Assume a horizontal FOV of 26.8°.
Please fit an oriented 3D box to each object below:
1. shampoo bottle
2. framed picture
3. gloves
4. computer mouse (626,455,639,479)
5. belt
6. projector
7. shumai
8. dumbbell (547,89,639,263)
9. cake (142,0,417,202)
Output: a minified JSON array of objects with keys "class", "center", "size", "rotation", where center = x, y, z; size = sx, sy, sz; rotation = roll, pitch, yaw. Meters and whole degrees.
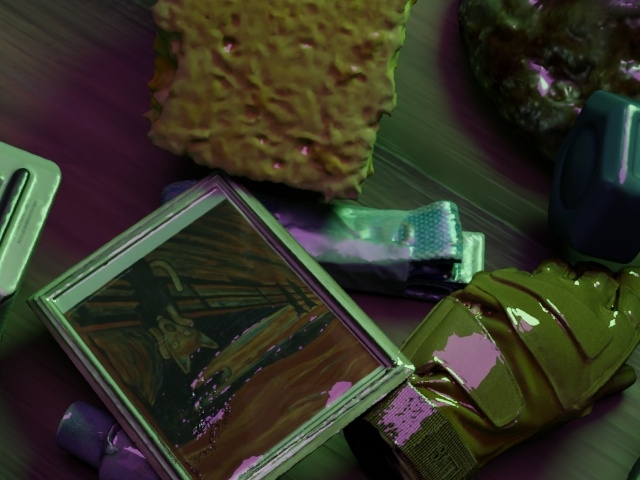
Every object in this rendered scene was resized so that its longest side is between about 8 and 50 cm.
[{"class":"shampoo bottle","center":[-0.115,0.194,1.097],"size":[0.214,0.072,0.072],"rotation":[25,58,11]},{"class":"framed picture","center":[-0.087,0.075,1.106],"size":[0.216,0.016,0.273],"rotation":[-36,61,-15]},{"class":"gloves","center":[0.170,0.098,1.147],"size":[0.331,0.141,0.154],"rotation":[-34,65,-24]},{"class":"computer mouse","center":[0.340,0.214,1.110],"size":[0.170,0.100,0.269],"rotation":[26,47,21]},{"class":"belt","center":[0.000,0.000,1.224],"size":[0.302,0.087,0.072],"rotation":[6,53,-2]},{"class":"projector","center":[-0.331,0.014,1.103],"size":[0.177,0.242,0.163],"rotation":[23,55,-11]},{"class":"shumai","center":[0.350,-0.259,1.281],"size":[0.395,0.348,0.395],"rotation":[4,61,-7]},{"class":"dumbbell","center":[0.373,-0.030,1.214],"size":[0.316,0.156,0.143],"rotation":[14,42,-11]},{"class":"cake","center":[-0.032,-0.200,1.250],"size":[0.228,0.222,0.286],"rotation":[14,23,-1]}]
